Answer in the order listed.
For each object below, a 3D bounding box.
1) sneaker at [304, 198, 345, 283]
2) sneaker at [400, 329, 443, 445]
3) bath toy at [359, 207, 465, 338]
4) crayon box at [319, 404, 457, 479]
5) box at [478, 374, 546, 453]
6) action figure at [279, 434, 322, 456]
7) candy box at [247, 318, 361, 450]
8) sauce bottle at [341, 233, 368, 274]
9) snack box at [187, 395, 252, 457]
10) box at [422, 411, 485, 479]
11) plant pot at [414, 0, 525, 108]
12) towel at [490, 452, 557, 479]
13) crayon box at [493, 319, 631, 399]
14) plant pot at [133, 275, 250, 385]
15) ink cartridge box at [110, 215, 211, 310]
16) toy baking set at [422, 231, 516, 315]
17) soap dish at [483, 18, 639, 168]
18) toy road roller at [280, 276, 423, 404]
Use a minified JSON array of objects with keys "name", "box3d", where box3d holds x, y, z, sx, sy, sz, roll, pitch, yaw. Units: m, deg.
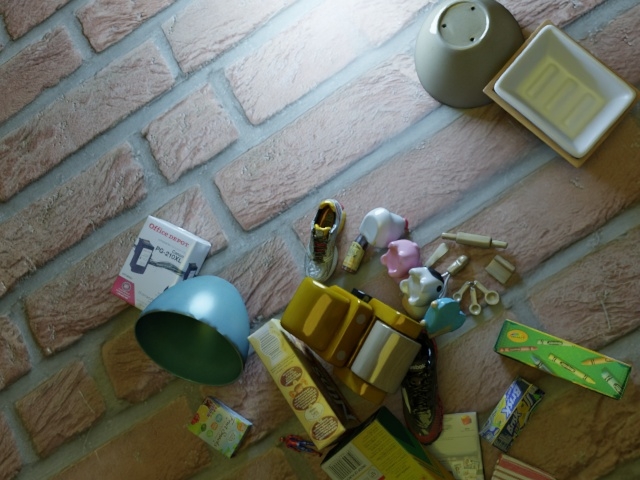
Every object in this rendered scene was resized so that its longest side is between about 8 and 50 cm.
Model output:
[{"name":"sneaker","box3d":[0.000,0.000,1.888,0.088,0.092,0.225,8,83,17]},{"name":"sneaker","box3d":[0.229,0.335,1.721,0.097,0.135,0.276,-7,69,14]},{"name":"bath toy","box3d":[0.219,0.067,1.782,0.348,0.129,0.151,60,139,31]},{"name":"crayon box","box3d":[0.181,0.563,1.689,0.318,0.081,0.202,46,113,4]},{"name":"box","box3d":[0.443,0.400,1.697,0.054,0.059,0.169,35,89,-23]},{"name":"action figure","box3d":[-0.050,0.513,1.847,0.115,0.030,0.038,10,88,19]},{"name":"candy box","box3d":[-0.035,0.345,1.789,0.087,0.183,0.316,-37,73,8]},{"name":"sauce bottle","box3d":[0.095,0.022,1.884,0.042,0.042,0.128,21,86,18]},{"name":"snack box","box3d":[-0.261,0.482,1.906,0.141,0.037,0.100,30,90,18]},{"name":"box","box3d":[0.309,0.506,1.738,0.145,0.038,0.186,-9,79,14]},{"name":"plant pot","box3d":[0.361,-0.493,1.821,0.284,0.191,0.284,-3,80,16]},{"name":"towel","box3d":[0.438,0.602,1.675,0.144,0.029,0.197,23,87,0]},{"name":"crayon box","box3d":[0.537,0.266,1.648,0.278,0.165,0.081,20,86,19]},{"name":"plant pot","box3d":[-0.297,0.204,1.868,0.290,0.290,0.195,8,46,17]},{"name":"ink cartridge box","box3d":[-0.431,0.075,1.994,0.172,0.100,0.237,25,88,18]},{"name":"toy baking set","box3d":[0.344,0.074,1.808,0.256,0.030,0.197,14,85,18]},{"name":"soap dish","box3d":[0.570,-0.345,1.749,0.291,0.118,0.229,41,93,7]},{"name":"toy road roller","box3d":[0.055,0.212,1.711,0.240,0.329,0.203,29,89,-26]}]
